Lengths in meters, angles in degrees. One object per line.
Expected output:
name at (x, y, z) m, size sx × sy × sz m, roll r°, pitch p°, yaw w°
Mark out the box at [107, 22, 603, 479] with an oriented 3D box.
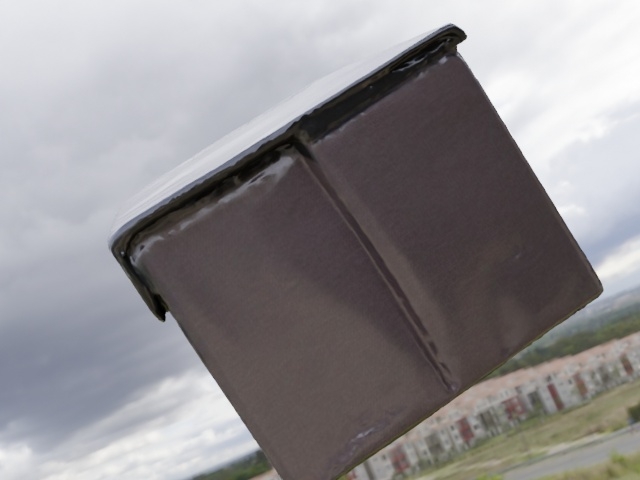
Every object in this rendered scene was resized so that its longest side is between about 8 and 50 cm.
box at (0.000, 0.000, 0.470) m, size 0.188 × 0.153 × 0.252 m, roll -34°, pitch 10°, yaw -9°
